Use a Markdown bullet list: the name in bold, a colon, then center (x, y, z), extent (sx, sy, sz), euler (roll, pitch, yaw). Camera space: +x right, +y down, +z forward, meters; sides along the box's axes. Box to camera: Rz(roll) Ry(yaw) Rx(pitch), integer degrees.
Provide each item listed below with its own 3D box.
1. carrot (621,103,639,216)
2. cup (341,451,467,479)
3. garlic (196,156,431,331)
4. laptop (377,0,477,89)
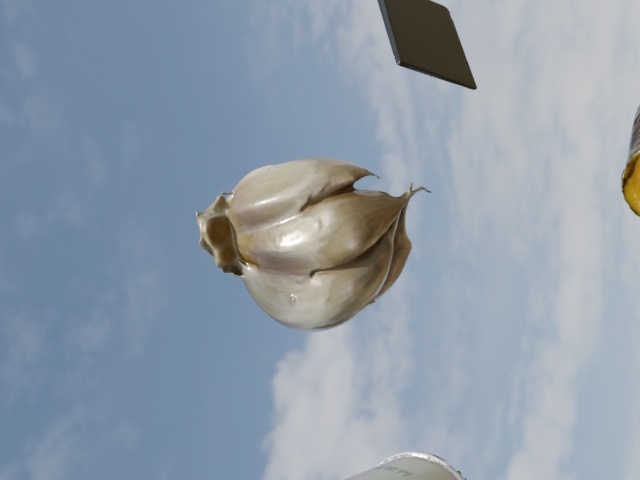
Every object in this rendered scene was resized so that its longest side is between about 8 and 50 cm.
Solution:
- **carrot**: center (0.306, -0.083, 0.878), extent (0.173, 0.082, 0.082), euler (-56, -41, -54)
- **cup**: center (0.096, 0.479, 1.656), extent (0.274, 0.253, 0.253), euler (9, -95, -54)
- **garlic**: center (0.000, 0.000, 1.316), extent (0.210, 0.292, 0.237), euler (-51, -41, -65)
- **laptop**: center (0.148, -0.294, 1.466), extent (0.135, 0.016, 0.197), euler (15, -136, -25)
